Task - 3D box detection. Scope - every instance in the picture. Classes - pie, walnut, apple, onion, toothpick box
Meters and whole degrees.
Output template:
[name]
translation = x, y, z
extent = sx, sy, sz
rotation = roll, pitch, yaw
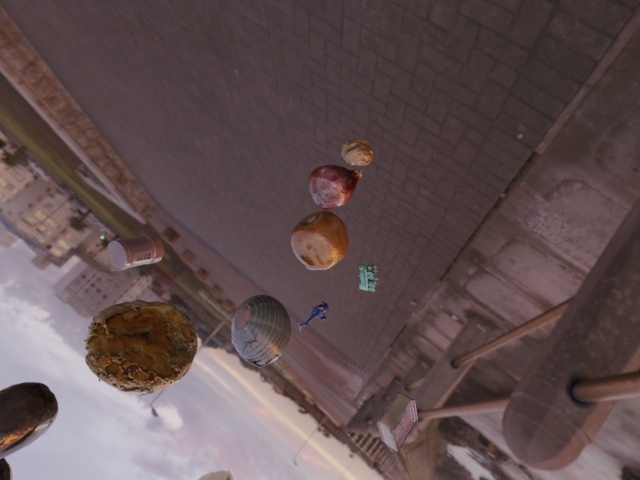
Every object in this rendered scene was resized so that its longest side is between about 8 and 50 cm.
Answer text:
[pie]
translation = -0.441, 0.253, 1.192
extent = 0.274, 0.274, 0.055
rotation = 40, 128, 7
[walnut]
translation = 0.104, -0.243, 1.325
extent = 0.096, 0.082, 0.079
rotation = -1, -142, -41
[apple]
translation = 0.000, 0.000, 1.730
extent = 0.188, 0.211, 0.211
rotation = 56, 161, -19
[onion]
translation = 0.056, -0.193, 1.635
extent = 0.159, 0.195, 0.159
rotation = -21, -90, -80
[toothpick box]
translation = -0.600, 0.036, 1.558
extent = 0.098, 0.098, 0.149
rotation = 36, -155, 22

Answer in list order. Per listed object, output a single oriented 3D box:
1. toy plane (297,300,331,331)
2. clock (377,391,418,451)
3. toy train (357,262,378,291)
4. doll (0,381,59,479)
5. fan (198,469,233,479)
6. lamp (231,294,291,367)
[toy plane]
translation = -0.021, 0.255, 1.635
extent = 0.062, 0.167, 0.054
rotation = -1, 111, 31
[clock]
translation = 0.279, 0.647, 1.717
extent = 0.071, 0.147, 0.192
rotation = 25, 150, 33
[toy train]
translation = 0.109, 0.085, 1.109
extent = 0.045, 0.029, 0.092
rotation = 9, 143, 18
[doll]
translation = -0.722, 0.489, 1.037
extent = 0.252, 0.379, 0.382
rotation = 63, 161, 7
[fan]
translation = -0.392, 0.999, 1.887
extent = 0.012, 0.233, 0.415
rotation = 35, 180, 41
[lamp]
translation = -0.215, 0.334, 1.782
extent = 0.233, 0.233, 0.265
rotation = 55, -174, -40
